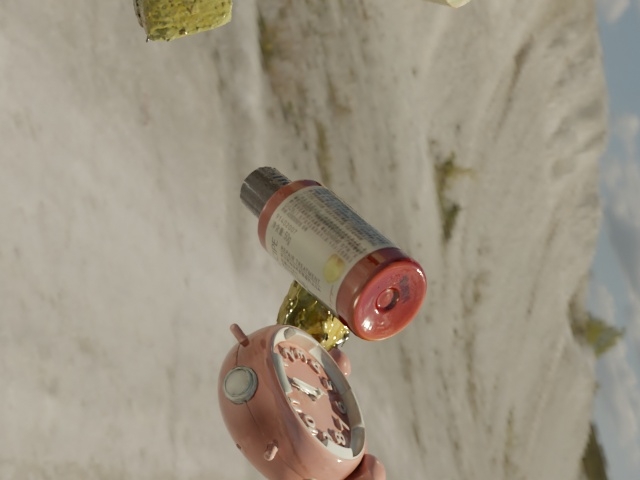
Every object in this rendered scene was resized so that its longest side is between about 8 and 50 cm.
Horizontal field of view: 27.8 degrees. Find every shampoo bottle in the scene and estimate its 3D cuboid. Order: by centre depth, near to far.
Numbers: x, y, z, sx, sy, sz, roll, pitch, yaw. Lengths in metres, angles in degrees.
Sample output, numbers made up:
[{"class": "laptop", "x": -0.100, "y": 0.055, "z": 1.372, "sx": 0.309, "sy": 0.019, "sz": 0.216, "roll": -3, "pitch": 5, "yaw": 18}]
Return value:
[{"class": "shampoo bottle", "x": 0.000, "y": 0.000, "z": 1.467, "sx": 0.278, "sy": 0.104, "sz": 0.104, "roll": 42, "pitch": -20, "yaw": 44}]

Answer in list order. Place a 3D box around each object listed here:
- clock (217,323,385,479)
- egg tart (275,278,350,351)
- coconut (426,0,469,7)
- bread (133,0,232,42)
[{"class": "clock", "x": -0.050, "y": 0.224, "z": 1.673, "sx": 0.241, "sy": 0.142, "sz": 0.227, "roll": 36, "pitch": 28, "yaw": -51}, {"class": "egg tart", "x": 0.005, "y": 0.096, "z": 1.939, "sx": 0.213, "sy": 0.090, "sz": 0.213, "roll": -52, "pitch": 157, "yaw": -33}, {"class": "coconut", "x": 0.225, "y": -0.484, "z": 2.273, "sx": 0.147, "sy": 0.152, "sz": 0.147, "roll": -31, "pitch": 130, "yaw": -46}, {"class": "bread", "x": -0.200, "y": -0.386, "z": 1.797, "sx": 0.102, "sy": 0.138, "sz": 0.196, "roll": -115, "pitch": -164, "yaw": -63}]
